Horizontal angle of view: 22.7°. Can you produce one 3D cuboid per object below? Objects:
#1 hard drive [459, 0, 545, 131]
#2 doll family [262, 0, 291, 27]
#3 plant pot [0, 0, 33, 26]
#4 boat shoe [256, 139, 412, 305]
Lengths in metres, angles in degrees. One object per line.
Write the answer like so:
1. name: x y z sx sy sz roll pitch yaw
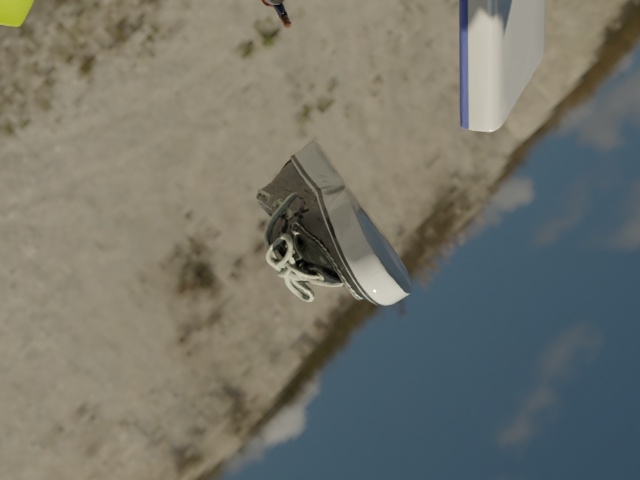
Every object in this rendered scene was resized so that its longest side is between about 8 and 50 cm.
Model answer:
1. hard drive: 0.170 -0.288 1.469 0.040 0.319 0.210 7 -151 18
2. doll family: -0.081 -0.315 1.698 0.076 0.193 0.111 -14 -177 -8
3. plant pot: -0.370 -0.380 1.596 0.207 0.227 0.228 -44 -134 43
4. boat shoe: -0.002 -0.003 1.502 0.105 0.113 0.306 -36 -151 3
